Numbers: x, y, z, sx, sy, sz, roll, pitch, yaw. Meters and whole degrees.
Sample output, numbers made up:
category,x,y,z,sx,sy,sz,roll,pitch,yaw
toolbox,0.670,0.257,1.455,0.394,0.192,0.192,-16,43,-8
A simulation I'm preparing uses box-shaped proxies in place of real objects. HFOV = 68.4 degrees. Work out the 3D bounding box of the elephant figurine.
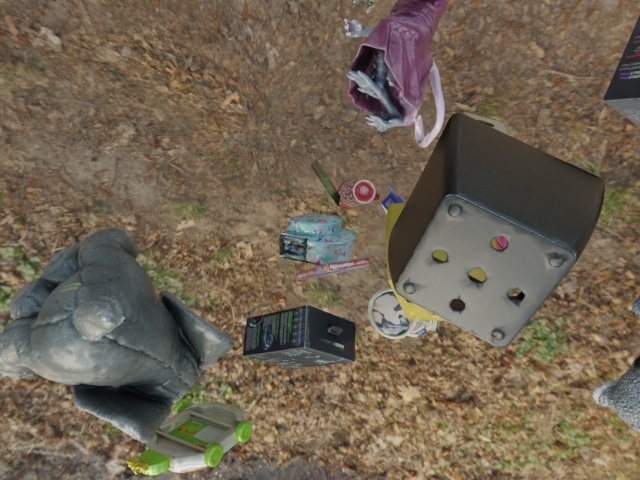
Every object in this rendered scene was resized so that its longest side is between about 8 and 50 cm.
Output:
category,x,y,z,sx,sy,sz,roll,pitch,yaw
elephant figurine,-0.176,0.113,0.486,0.169,0.186,0.239,-30,125,12

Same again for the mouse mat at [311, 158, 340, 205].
category,x,y,z,sx,sy,sz,roll,pitch,yaw
mouse mat,0.020,-0.188,1.507,0.007,0.189,0.152,-32,102,13

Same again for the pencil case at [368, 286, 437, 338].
category,x,y,z,sx,sy,sz,roll,pitch,yaw
pencil case,0.289,0.256,1.626,0.184,0.410,0.159,3,81,21

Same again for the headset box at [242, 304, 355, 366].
category,x,y,z,sx,sy,sz,roll,pitch,yaw
headset box,-0.056,0.312,1.490,0.246,0.283,0.131,28,55,-42

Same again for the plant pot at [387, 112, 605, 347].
category,x,y,z,sx,sy,sz,roll,pitch,yaw
plant pot,0.176,-0.002,0.513,0.188,0.167,0.187,28,122,9

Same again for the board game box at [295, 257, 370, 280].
category,x,y,z,sx,sy,sz,roll,pitch,yaw
board game box,0.032,0.096,1.552,0.145,0.281,0.027,-9,84,-25

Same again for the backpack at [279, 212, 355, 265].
category,x,y,z,sx,sy,sz,roll,pitch,yaw
backpack,0.000,0.000,1.740,0.254,0.225,0.191,17,110,26

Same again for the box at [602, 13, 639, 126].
category,x,y,z,sx,sy,sz,roll,pitch,yaw
box,0.736,-0.382,0.952,0.143,0.165,0.270,21,94,-24

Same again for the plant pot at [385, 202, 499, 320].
category,x,y,z,sx,sy,sz,roll,pitch,yaw
plant pot,0.249,0.054,1.000,0.212,0.187,0.212,-1,138,31

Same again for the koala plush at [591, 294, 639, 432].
category,x,y,z,sx,sy,sz,roll,pitch,yaw
koala plush,0.540,0.212,0.703,0.221,0.196,0.203,-40,106,1

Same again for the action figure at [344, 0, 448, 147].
category,x,y,z,sx,sy,sz,roll,pitch,yaw
action figure,0.188,-0.417,0.921,0.276,0.248,0.370,27,76,-6

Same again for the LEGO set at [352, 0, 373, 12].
category,x,y,z,sx,sy,sz,roll,pitch,yaw
LEGO set,0.065,-0.387,0.717,0.023,0.054,0.083,-18,104,-25

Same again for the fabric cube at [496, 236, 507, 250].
category,x,y,z,sx,sy,sz,roll,pitch,yaw
fabric cube,0.665,-0.014,1.841,0.259,0.258,0.254,-22,64,-26

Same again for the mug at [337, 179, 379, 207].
category,x,y,z,sx,sy,sz,roll,pitch,yaw
mug,0.158,-0.191,1.831,0.150,0.169,0.113,-18,96,-13

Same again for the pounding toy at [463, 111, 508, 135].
category,x,y,z,sx,sy,sz,roll,pitch,yaw
pounding toy,0.462,-0.255,1.395,0.181,0.094,0.206,13,138,-10

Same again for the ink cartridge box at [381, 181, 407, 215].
category,x,y,z,sx,sy,sz,roll,pitch,yaw
ink cartridge box,0.362,-0.034,1.900,0.071,0.324,0.330,-34,133,2

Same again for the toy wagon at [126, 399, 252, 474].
category,x,y,z,sx,sy,sz,roll,pitch,yaw
toy wagon,-0.369,0.546,1.292,0.267,0.344,0.068,4,103,31
